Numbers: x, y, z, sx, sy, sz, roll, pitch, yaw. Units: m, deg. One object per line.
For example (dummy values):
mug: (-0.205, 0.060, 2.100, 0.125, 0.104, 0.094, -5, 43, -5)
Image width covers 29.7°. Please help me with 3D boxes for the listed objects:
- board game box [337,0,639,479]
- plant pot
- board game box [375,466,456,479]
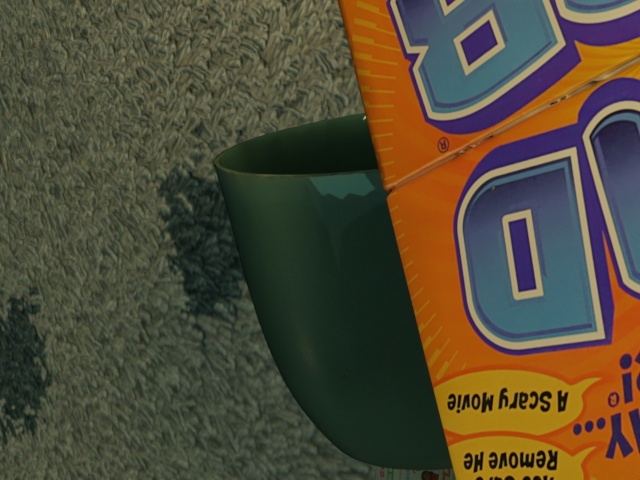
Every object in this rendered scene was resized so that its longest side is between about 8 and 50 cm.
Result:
board game box: (0.274, -0.082, 0.616, 0.356, 0.356, 0.356, -27, 71, 46)
plant pot: (0.083, 0.031, 0.915, 0.293, 0.293, 0.235, 7, 110, 49)
board game box: (0.172, 0.256, 0.944, 0.303, 0.097, 0.224, 8, 96, 48)
